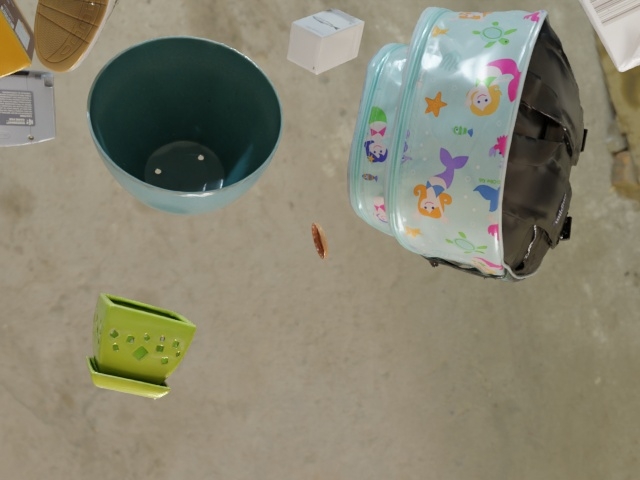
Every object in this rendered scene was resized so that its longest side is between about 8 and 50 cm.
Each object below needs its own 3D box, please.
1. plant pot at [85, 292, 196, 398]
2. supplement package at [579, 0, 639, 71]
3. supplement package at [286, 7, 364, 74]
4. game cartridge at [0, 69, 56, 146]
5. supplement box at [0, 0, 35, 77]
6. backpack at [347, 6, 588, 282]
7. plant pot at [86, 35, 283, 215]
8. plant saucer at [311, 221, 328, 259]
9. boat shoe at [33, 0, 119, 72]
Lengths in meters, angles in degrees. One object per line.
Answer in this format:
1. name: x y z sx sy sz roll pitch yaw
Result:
1. plant pot: -0.469 0.269 1.724 0.228 0.227 0.207 18 85 -23
2. supplement package: 0.322 -0.339 0.636 0.177 0.175 0.292 44 44 -31
3. supplement package: 0.013 -0.517 1.760 0.105 0.105 0.179 34 45 22
4. game cartridge: -0.821 -0.332 1.703 0.298 0.198 0.062 0 39 -18
5. supplement box: -0.751 -0.487 1.527 0.129 0.194 0.191 -22 128 -3
6. backpack: 0.132 -0.083 0.599 0.253 0.191 0.225 13 89 -70
7. plant pot: -0.217 -0.154 1.108 0.291 0.195 0.290 5 63 -10
8. plant saucer: 0.000 0.000 1.489 0.013 0.083 0.083 -15 90 -12
9. boat shoe: -0.319 -0.368 0.974 0.098 0.096 0.276 26 100 3
